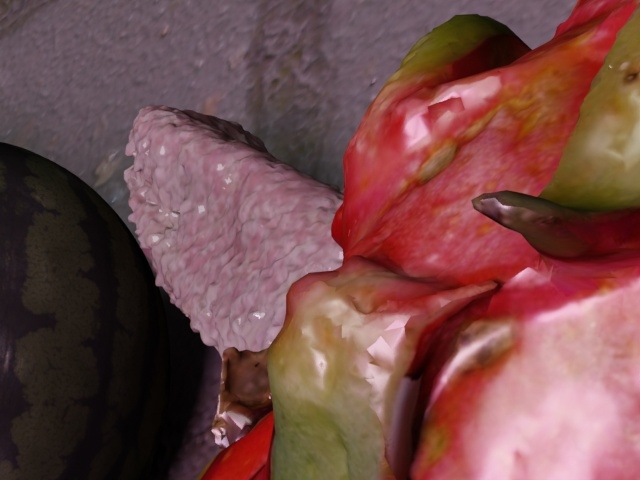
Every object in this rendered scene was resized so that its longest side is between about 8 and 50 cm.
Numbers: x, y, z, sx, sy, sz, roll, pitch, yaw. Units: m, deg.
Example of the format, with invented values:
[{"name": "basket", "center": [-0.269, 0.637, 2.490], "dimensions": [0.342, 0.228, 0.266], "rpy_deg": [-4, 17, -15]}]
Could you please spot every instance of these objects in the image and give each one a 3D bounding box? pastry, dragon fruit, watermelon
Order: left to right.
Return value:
[{"name": "watermelon", "center": [-0.170, 0.056, 0.889], "dimensions": [0.212, 0.212, 0.212], "rpy_deg": [-32, 43, 35]}, {"name": "pastry", "center": [-0.003, 0.013, 0.808], "dimensions": [0.265, 0.103, 0.112], "rpy_deg": [16, 86, 57]}, {"name": "dragon fruit", "center": [0.093, 0.053, 0.523], "dimensions": [0.302, 0.231, 0.237], "rpy_deg": [-56, 10, -12]}]
